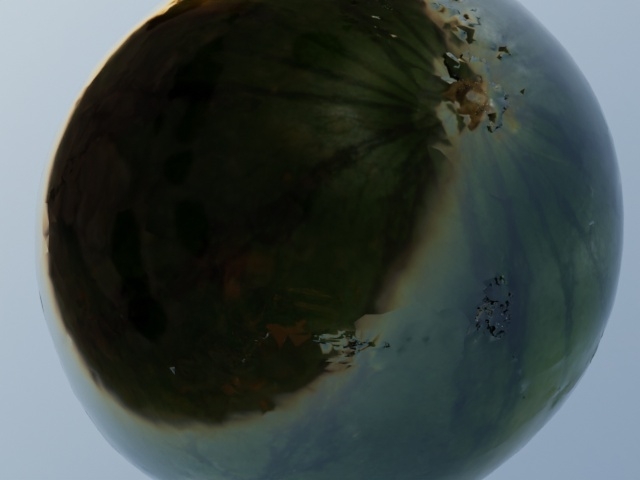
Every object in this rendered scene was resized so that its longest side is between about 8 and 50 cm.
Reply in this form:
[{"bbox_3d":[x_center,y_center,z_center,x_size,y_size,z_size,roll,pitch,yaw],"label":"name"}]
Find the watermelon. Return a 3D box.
[{"bbox_3d":[0.002,-0.001,0.629,0.242,0.242,0.242,-31,-136,35],"label":"watermelon"}]
